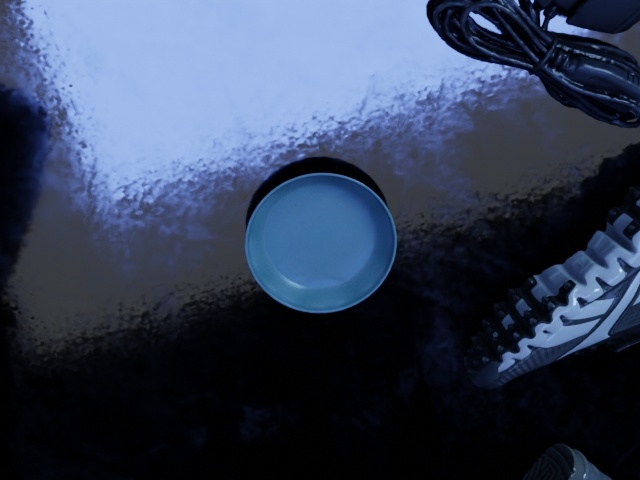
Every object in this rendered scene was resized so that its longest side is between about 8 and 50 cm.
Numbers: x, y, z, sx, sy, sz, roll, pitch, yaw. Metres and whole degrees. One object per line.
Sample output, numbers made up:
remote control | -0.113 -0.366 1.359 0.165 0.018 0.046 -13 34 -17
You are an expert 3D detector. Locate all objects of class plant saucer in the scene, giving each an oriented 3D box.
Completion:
plant saucer | 0.000 0.000 0.734 0.119 0.021 0.119 -1 113 -3

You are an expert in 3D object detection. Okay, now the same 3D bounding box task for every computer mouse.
computer mouse | 0.219 -0.219 0.632 0.189 0.072 0.272 25 109 -12

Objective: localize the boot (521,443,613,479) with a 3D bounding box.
boot | 0.255 0.295 0.852 0.209 0.076 0.189 31 109 -22

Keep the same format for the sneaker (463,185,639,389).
sneaker | 0.225 0.055 0.740 0.234 0.078 0.106 -43 106 11
